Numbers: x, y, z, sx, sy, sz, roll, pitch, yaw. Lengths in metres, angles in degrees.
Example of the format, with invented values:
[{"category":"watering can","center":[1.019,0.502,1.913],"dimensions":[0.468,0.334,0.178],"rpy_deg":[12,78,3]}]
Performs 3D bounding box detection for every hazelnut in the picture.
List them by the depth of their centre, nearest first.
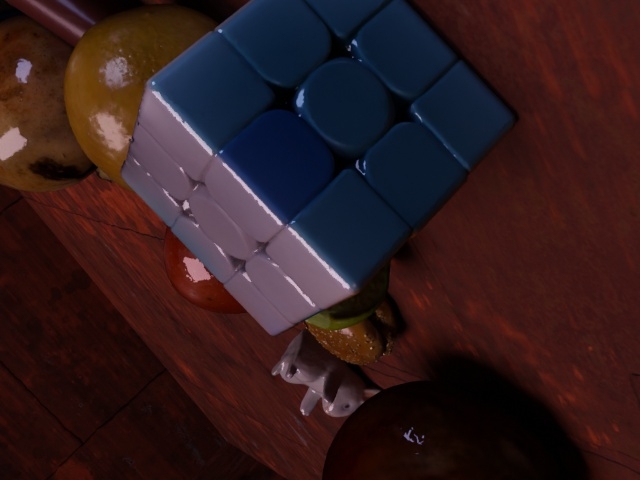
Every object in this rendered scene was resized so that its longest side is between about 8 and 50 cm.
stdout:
[{"category":"hazelnut","center":[0.215,0.421,1.432],"dimensions":[0.421,0.353,0.420],"rpy_deg":[9,119,17]}]

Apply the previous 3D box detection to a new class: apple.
[{"category":"apple","center":[-0.140,-0.001,1.404],"dimensions":[0.217,0.260,0.260],"rpy_deg":[15,154,2]}]

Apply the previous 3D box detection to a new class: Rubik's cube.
[{"category":"Rubik's cube","center":[-0.018,-0.104,0.963],"dimensions":[0.290,0.292,0.291],"rpy_deg":[47,157,-3]}]

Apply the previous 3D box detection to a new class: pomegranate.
[{"category":"pomegranate","center":[-0.499,-0.237,1.484],"dimensions":[0.322,0.322,0.322],"rpy_deg":[37,156,19]}]

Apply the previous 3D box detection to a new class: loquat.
[{"category":"loquat","center":[-0.234,-0.206,1.191],"dimensions":[0.275,0.275,0.275],"rpy_deg":[37,156,19]}]

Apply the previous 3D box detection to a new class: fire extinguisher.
[{"category":"fire extinguisher","center":[-0.345,-0.338,1.367],"dimensions":[0.337,0.106,0.147],"rpy_deg":[35,-177,2]}]

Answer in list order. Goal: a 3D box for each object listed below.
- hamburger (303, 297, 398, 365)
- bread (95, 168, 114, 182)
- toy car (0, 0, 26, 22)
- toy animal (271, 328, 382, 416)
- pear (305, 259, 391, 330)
[{"category":"hamburger","center":[0.053,0.146,1.510],"dimensions":[0.182,0.118,0.191],"rpy_deg":[20,151,52]},{"category":"bread","center":[-0.387,-0.201,1.606],"dimensions":[0.140,0.160,0.169],"rpy_deg":[29,153,35]},{"category":"toy car","center":[-0.644,-0.431,1.517],"dimensions":[0.198,0.314,0.166],"rpy_deg":[42,120,1]},{"category":"toy animal","center":[0.028,0.329,1.833],"dimensions":[0.282,0.138,0.140],"rpy_deg":[46,153,-5]},{"category":"pear","center":[0.000,0.000,1.251],"dimensions":[0.255,0.238,0.164],"rpy_deg":[29,164,-34]}]
